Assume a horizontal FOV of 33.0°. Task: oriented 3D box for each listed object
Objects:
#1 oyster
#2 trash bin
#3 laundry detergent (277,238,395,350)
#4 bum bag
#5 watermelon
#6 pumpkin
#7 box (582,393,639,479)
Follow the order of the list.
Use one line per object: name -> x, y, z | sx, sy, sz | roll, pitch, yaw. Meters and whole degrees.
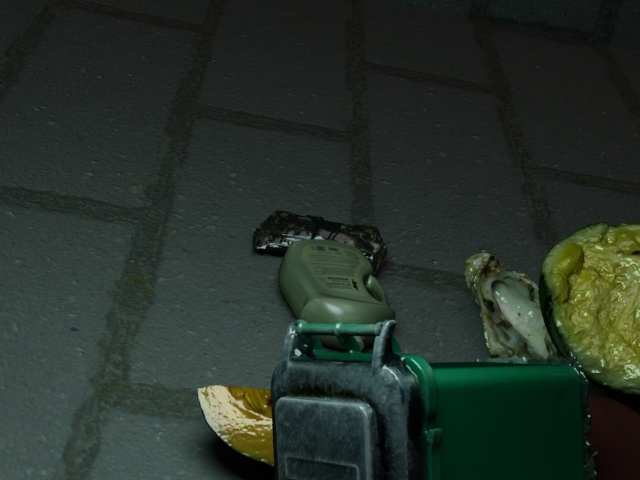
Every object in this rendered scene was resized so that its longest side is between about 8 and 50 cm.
oyster -> 0.327, 0.155, 1.838 | 0.166, 0.094, 0.294 | 12, 48, -10
trash bin -> 0.140, 0.236, 1.334 | 0.381, 0.295, 0.259 | -1, -3, -42
laundry detergent -> 0.031, 0.099, 1.803 | 0.181, 0.091, 0.253 | 7, 30, -21
bum bag -> 0.000, -0.001, 1.976 | 0.247, 0.069, 0.102 | 12, 67, -4
watermelon -> 0.505, 0.129, 1.744 | 0.330, 0.189, 0.331 | 7, 45, -7
pumpkin -> -0.011, 0.262, 1.518 | 0.312, 0.169, 0.148 | -5, 67, -6
box -> 0.410, 0.366, 1.486 | 0.263, 0.108, 0.404 | 3, 32, -20
